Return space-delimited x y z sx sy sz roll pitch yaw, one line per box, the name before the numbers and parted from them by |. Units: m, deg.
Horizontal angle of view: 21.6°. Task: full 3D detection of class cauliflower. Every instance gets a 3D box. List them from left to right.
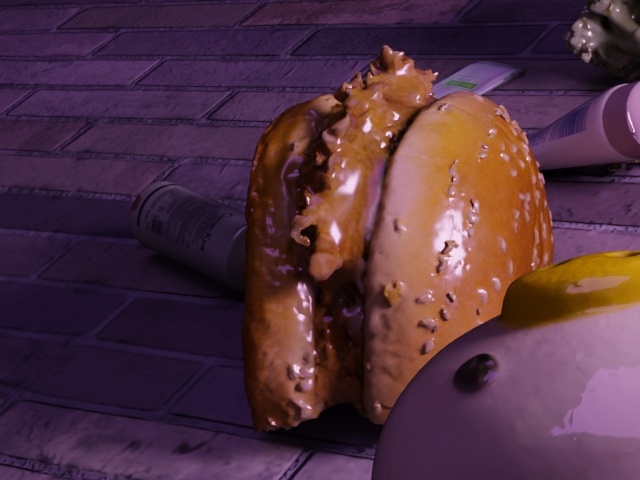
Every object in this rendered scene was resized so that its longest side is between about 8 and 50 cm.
cauliflower | 0.444 -0.288 1.981 0.327 0.281 0.260 -33 -24 29

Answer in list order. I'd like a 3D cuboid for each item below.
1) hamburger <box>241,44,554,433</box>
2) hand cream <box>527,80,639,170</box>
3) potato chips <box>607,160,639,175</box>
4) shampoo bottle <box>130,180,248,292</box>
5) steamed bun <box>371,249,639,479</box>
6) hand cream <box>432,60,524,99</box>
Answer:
hamburger | 0.074 -0.029 1.634 0.268 0.287 0.445 -1 34 25
hand cream | 0.295 -0.117 1.869 0.133 0.083 0.248 -30 8 -26
potato chips | 0.412 -0.124 1.876 0.207 0.028 0.092 -34 32 -27
shampoo bottle | -0.117 0.000 1.901 0.085 0.085 0.262 -32 31 -26
steamed bun | 0.219 0.179 1.133 0.374 0.334 0.334 -14 27 19
hand cream | 0.142 -0.171 2.120 0.275 0.050 0.079 -31 57 -33
